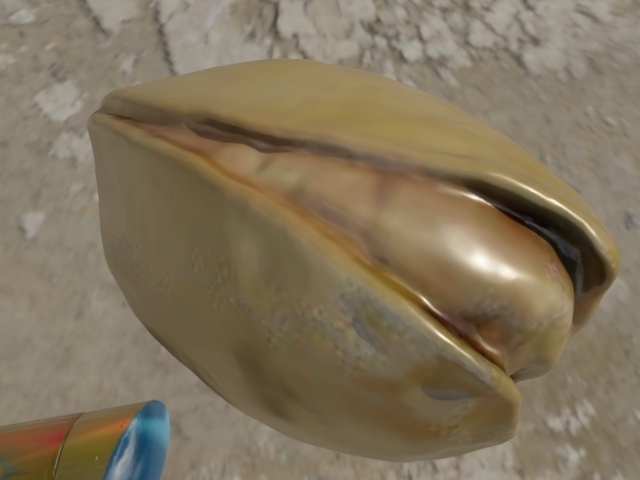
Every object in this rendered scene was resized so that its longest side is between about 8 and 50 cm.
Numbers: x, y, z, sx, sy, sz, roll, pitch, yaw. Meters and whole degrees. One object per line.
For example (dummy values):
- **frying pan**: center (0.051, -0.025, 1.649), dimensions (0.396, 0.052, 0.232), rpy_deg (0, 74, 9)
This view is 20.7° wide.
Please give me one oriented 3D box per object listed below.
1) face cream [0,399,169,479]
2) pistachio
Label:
- **face cream**: center (-0.256, 0.216, 1.476), dimensions (0.285, 0.139, 0.067), rpy_deg (-13, 142, 30)
- **pistachio**: center (0.000, 0.000, 0.774), dimensions (0.162, 0.293, 0.181), rpy_deg (-52, 129, -7)
